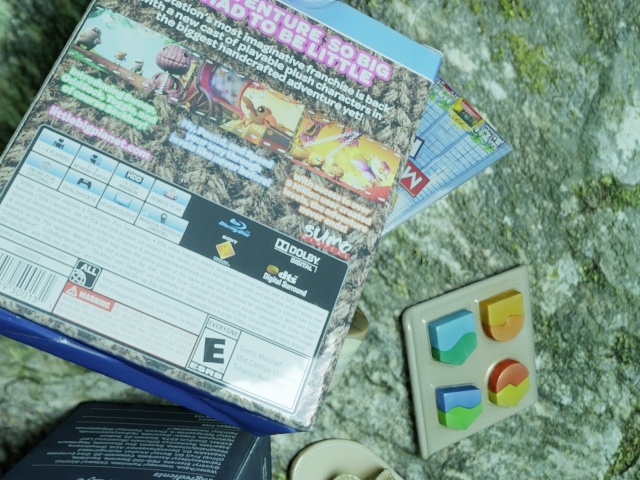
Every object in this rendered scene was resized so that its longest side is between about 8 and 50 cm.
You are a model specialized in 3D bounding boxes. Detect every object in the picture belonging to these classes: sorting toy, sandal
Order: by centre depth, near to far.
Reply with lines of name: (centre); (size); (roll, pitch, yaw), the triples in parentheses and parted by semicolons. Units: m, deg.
sandal: (0.076, 0.292, 0.811); (0.240, 0.079, 0.088); (40, 69, -32)
sorting toy: (0.192, 0.146, 0.887); (0.208, 0.038, 0.193); (-19, 109, -29)

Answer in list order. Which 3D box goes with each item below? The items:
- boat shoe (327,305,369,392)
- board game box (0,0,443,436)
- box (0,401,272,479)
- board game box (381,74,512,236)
boat shoe: (-0.107, 0.088, 0.642); (0.302, 0.109, 0.098); (7, 119, -24)
board game box: (-0.079, -0.040, 0.525); (0.232, 0.141, 0.291); (25, 69, -10)
box: (-0.147, 0.336, 0.520); (0.178, 0.312, 0.343); (1, 101, 7)
board game box: (0.045, -0.081, 0.687); (0.194, 0.060, 0.194); (43, 72, -3)
